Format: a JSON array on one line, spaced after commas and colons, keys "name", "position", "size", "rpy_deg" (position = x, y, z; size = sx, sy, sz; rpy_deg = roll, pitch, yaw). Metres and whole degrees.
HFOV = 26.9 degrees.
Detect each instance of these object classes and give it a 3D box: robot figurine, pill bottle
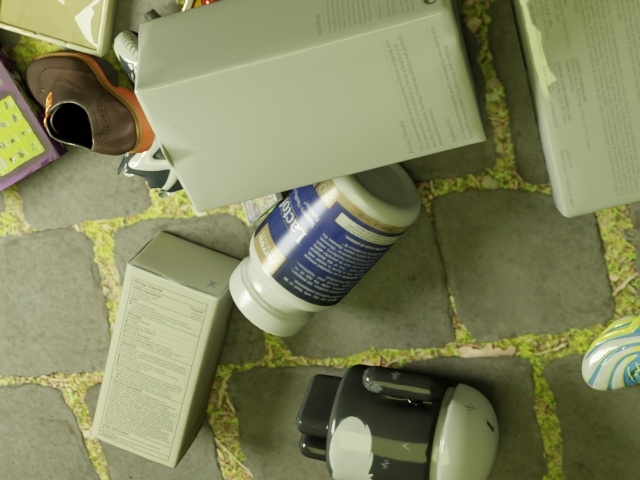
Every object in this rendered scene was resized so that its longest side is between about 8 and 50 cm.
[{"name": "robot figurine", "position": [0.111, 0.266, 1.874], "size": [0.278, 0.209, 0.173], "rpy_deg": [9, 87, 14]}, {"name": "pill bottle", "position": [0.000, 0.000, 1.790], "size": [0.153, 0.153, 0.264], "rpy_deg": [39, 119, -3]}]

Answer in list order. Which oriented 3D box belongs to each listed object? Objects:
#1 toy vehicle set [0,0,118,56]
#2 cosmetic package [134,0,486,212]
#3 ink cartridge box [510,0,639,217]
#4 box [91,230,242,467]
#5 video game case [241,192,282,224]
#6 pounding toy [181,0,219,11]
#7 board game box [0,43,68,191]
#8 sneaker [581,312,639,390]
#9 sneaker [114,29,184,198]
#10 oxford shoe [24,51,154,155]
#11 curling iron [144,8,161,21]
[{"name": "toy vehicle set", "position": [-0.345, -0.393, 1.781], "size": [0.166, 0.035, 0.266], "rpy_deg": [18, 118, 9]}, {"name": "cosmetic package", "position": [-0.011, -0.194, 1.626], "size": [0.385, 0.156, 0.217], "rpy_deg": [-11, 134, 10]}, {"name": "ink cartridge box", "position": [0.443, -0.221, 1.611], "size": [0.385, 0.091, 0.308], "rpy_deg": [-14, 110, 5]}, {"name": "box", "position": [-0.224, 0.160, 1.953], "size": [0.148, 0.121, 0.311], "rpy_deg": [22, 119, 7]}, {"name": "video game case", "position": [-0.087, -0.078, 1.803], "size": [0.122, 0.011, 0.087], "rpy_deg": [-36, 70, 65]}, {"name": "pounding toy", "position": [-0.104, -0.285, 1.719], "size": [0.141, 0.100, 0.130], "rpy_deg": [26, 119, 4]}, {"name": "board game box", "position": [-0.534, -0.220, 1.882], "size": [0.208, 0.056, 0.346], "rpy_deg": [-29, 100, 10]}, {"name": "sneaker", "position": [0.437, 0.142, 1.736], "size": [0.240, 0.126, 0.091], "rpy_deg": [-37, 99, 28]}, {"name": "sneaker", "position": [-0.241, -0.158, 1.825], "size": [0.153, 0.094, 0.235], "rpy_deg": [-31, 112, 18]}, {"name": "oxford shoe", "position": [-0.335, -0.187, 1.785], "size": [0.271, 0.098, 0.096], "rpy_deg": [29, 124, 42]}, {"name": "curling iron", "position": [-0.139, -0.205, 1.804], "size": [0.068, 0.035, 0.274], "rpy_deg": [-35, 101, 33]}]
